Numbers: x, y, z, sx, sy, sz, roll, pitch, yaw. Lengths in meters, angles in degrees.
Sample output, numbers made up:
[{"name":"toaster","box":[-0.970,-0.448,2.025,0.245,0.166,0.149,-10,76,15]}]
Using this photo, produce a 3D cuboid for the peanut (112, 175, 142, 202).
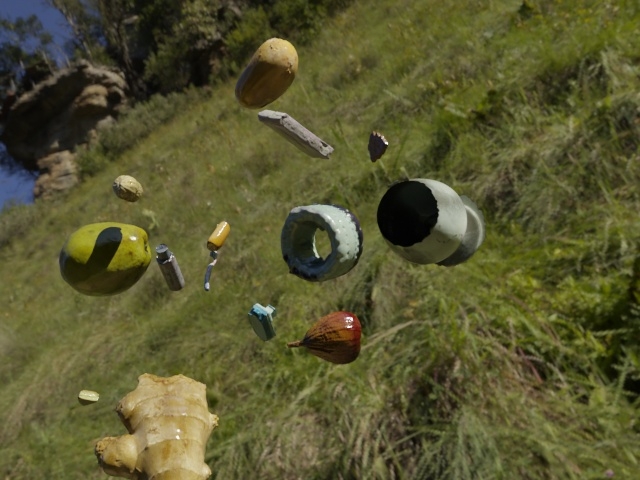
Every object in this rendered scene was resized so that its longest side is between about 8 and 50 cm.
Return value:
[{"name":"peanut","box":[-0.597,-0.160,2.022,0.082,0.082,0.187,-23,1,-6]}]

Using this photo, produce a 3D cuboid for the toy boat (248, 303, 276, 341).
[{"name":"toy boat","box":[-0.197,0.300,2.435,0.102,0.088,0.215,-43,-34,-26]}]

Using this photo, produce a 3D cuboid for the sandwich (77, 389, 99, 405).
[{"name":"sandwich","box":[-0.662,0.442,1.840,0.083,0.031,0.044,-24,-54,33]}]

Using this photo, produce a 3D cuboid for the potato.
[{"name":"potato","box":[-0.153,-0.461,1.842,0.150,0.146,0.234,-11,-30,-48]}]

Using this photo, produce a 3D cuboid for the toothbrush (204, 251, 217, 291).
[{"name":"toothbrush","box":[-0.365,0.096,2.165,0.027,0.269,0.021,28,-69,-16]}]

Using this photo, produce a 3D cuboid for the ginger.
[{"name":"ginger","box":[-0.327,0.437,1.304,0.236,0.375,0.166,15,-58,-18]}]

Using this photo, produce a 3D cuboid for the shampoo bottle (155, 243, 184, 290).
[{"name":"shampoo bottle","box":[-0.550,0.098,2.374,0.072,0.072,0.214,-21,-41,-12]}]

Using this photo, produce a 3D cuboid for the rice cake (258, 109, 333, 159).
[{"name":"rice cake","box":[-0.072,-0.339,2.103,0.298,0.106,0.050,28,-97,-51]}]

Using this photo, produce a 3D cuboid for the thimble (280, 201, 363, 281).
[{"name":"thimble","box":[0.000,0.000,1.889,0.237,0.237,0.150,-39,-16,30]}]

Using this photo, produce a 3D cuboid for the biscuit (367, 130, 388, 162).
[{"name":"biscuit","box":[0.213,-0.356,2.450,0.019,0.120,0.130,-4,1,-27]}]

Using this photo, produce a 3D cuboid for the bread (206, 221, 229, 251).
[{"name":"bread","box":[-0.349,-0.009,2.239,0.062,0.049,0.103,106,-170,-50]}]

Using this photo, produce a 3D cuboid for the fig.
[{"name":"fig","box":[0.018,0.208,1.404,0.152,0.119,0.119,0,-13,20]}]

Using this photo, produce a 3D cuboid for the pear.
[{"name":"pear","box":[-0.717,0.060,2.187,0.307,0.253,0.253,-17,-21,5]}]

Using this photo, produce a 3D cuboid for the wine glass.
[{"name":"wine glass","box":[0.294,-0.047,1.742,0.238,0.238,0.323,-34,-23,20]}]
